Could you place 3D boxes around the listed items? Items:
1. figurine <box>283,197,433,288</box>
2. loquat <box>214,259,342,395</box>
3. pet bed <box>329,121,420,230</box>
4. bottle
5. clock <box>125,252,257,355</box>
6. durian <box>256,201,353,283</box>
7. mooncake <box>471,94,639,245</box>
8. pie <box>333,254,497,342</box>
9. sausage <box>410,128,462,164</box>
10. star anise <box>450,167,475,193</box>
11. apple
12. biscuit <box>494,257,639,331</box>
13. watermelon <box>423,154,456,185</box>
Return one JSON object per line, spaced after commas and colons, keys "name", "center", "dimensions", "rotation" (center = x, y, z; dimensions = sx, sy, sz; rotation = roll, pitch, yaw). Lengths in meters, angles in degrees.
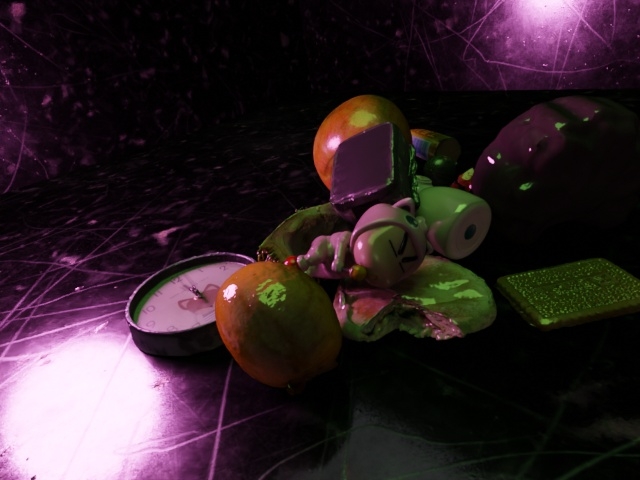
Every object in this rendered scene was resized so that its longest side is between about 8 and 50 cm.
{"name": "figurine", "center": [0.080, 0.036, 0.833], "dimensions": [0.288, 0.176, 0.186], "rotation": [-14, 37, 11]}
{"name": "loquat", "center": [-0.074, 0.140, 0.727], "dimensions": [0.193, 0.238, 0.238], "rotation": [-30, 33, -23]}
{"name": "pet bed", "center": [0.129, -0.131, 0.961], "dimensions": [0.183, 0.159, 0.210], "rotation": [-18, 52, 31]}
{"name": "bottle", "center": [0.262, -0.069, 0.986], "dimensions": [0.148, 0.147, 0.236], "rotation": [-23, 38, -24]}
{"name": "clock", "center": [-0.280, 0.134, 0.971], "dimensions": [0.325, 0.067, 0.325], "rotation": [-7, 28, 4]}
{"name": "durian", "center": [-0.021, -0.021, 1.045], "dimensions": [0.163, 0.198, 0.394], "rotation": [14, 33, 39]}
{"name": "mooncake", "center": [0.575, -0.158, 1.000], "dimensions": [0.381, 0.350, 0.212], "rotation": [-18, 37, 4]}
{"name": "pie", "center": [0.185, 0.114, 0.862], "dimensions": [0.338, 0.075, 0.337], "rotation": [-8, 22, 3]}
{"name": "sausage", "center": [0.434, -0.380, 1.676], "dimensions": [0.125, 0.117, 0.317], "rotation": [18, 18, -23]}
{"name": "star anise", "center": [0.419, -0.106, 1.166], "dimensions": [0.144, 0.158, 0.140], "rotation": [38, 50, 23]}
{"name": "apple", "center": [0.147, -0.306, 1.400], "dimensions": [0.340, 0.339, 0.339], "rotation": [-7, 28, 4]}
{"name": "biscuit", "center": [0.503, 0.099, 0.839], "dimensions": [0.255, 0.029, 0.172], "rotation": [-12, 28, -4]}
{"name": "watermelon", "center": [0.394, -0.237, 1.416], "dimensions": [0.133, 0.105, 0.105], "rotation": [-5, 20, -39]}
